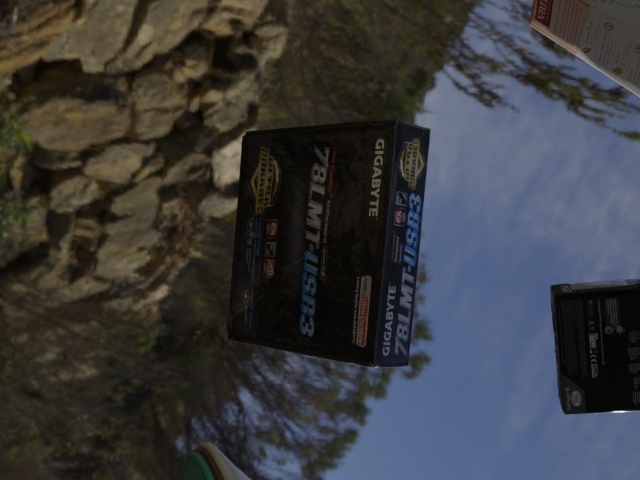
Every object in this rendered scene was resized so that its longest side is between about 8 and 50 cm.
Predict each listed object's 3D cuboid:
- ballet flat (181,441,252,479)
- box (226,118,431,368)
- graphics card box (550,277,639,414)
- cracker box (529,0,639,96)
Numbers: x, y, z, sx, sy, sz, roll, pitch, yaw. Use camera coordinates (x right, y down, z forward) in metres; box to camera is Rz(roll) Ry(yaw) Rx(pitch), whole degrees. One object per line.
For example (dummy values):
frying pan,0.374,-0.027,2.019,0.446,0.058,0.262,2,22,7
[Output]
ballet flat,-0.035,0.377,0.860,0.400,0.139,0.139,-115,-146,-40
box,0.000,0.000,1.129,0.293,0.073,0.295,4,-92,49
graphics card box,0.610,0.183,1.568,0.094,0.371,0.232,-50,133,-77
cracker box,0.325,-0.194,0.775,0.232,0.156,0.067,44,-23,31
